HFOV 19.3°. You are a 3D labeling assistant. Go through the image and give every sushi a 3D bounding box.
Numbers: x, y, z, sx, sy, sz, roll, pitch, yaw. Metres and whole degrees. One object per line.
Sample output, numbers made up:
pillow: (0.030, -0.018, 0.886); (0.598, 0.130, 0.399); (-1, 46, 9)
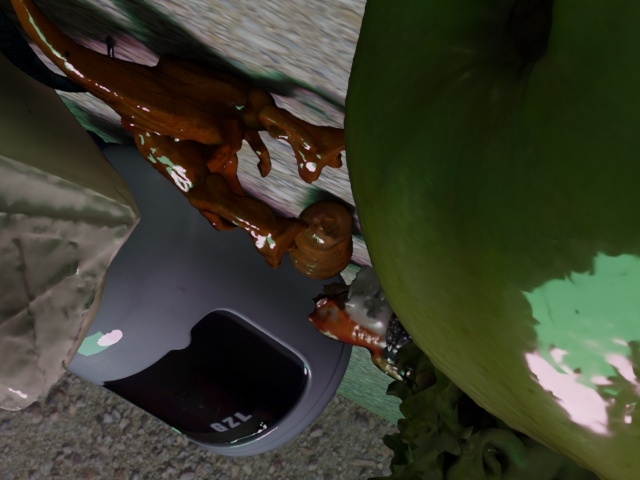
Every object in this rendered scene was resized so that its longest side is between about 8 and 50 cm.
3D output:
sushi: (0.101, 0.077, 1.683); (0.226, 0.097, 0.103); (27, 142, 15)

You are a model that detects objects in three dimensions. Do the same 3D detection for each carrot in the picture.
carrot: (0.000, 0.000, 1.670); (0.060, 0.060, 0.186); (25, 172, 4)

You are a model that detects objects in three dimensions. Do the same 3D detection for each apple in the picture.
apple: (0.177, -0.020, 0.858); (0.320, 0.311, 0.360); (-36, 133, 29)

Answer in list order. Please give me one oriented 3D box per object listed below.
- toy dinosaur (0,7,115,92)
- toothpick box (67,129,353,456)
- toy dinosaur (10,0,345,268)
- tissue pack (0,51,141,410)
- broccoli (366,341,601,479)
toy dinosaur: (-0.278, -0.183, 1.285); (0.147, 0.076, 0.363); (21, 170, 27)
toothpick box: (-0.156, 0.039, 1.856); (0.263, 0.263, 0.355); (19, 169, 43)
toy dinosaur: (-0.085, -0.083, 1.283); (0.208, 0.097, 0.432); (33, 172, 21)
tissue pack: (-0.341, -0.060, 1.417); (0.297, 0.207, 0.380); (19, -164, -33)
broccoli: (0.196, 0.139, 1.164); (0.334, 0.272, 0.324); (21, 174, 8)
